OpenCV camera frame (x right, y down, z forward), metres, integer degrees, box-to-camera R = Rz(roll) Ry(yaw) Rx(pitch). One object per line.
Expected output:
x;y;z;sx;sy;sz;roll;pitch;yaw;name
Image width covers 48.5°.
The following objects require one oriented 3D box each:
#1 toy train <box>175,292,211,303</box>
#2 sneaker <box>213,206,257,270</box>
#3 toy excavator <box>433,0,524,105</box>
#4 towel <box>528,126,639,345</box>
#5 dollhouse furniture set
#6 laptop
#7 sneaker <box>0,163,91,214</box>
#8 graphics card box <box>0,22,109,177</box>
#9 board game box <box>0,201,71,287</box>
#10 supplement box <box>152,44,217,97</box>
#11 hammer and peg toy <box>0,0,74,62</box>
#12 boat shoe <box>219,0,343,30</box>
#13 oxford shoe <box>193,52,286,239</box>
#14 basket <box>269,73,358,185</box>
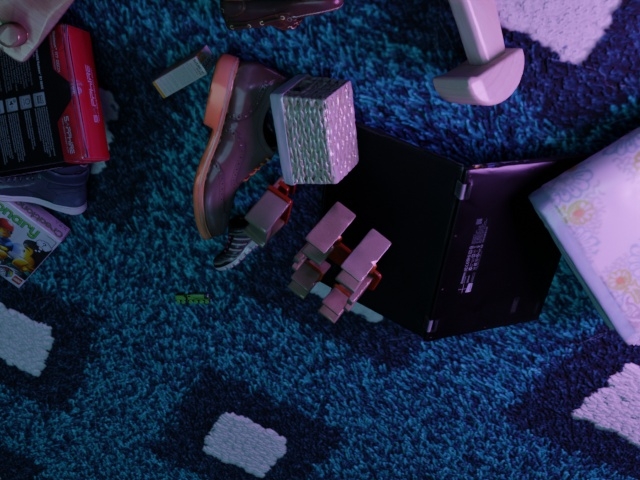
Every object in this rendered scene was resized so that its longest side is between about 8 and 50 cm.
-0.279;0.126;1.552;0.083;0.017;0.024;-1;114;12;toy train
-0.164;-0.008;1.409;0.075;0.063;0.170;42;117;-18;sneaker
0.123;-0.402;0.958;0.445;0.222;0.433;-8;106;-33;toy excavator
0.576;-0.021;1.205;0.320;0.090;0.374;-34;114;13;towel
0.000;0.000;1.280;0.259;0.135;0.262;38;158;7;dollhouse furniture set
0.231;-0.032;1.339;0.407;0.236;0.382;-7;128;-18;laptop
-0.554;-0.144;1.358;0.226;0.086;0.163;12;137;-17;sneaker
-0.568;-0.229;1.259;0.370;0.094;0.233;-8;94;15;graphics card box
-0.696;-0.054;1.467;0.305;0.053;0.193;40;122;-17;board game box
-0.233;-0.291;1.223;0.098;0.062;0.036;-22;117;25;supplement box
-0.518;-0.482;1.052;0.361;0.127;0.266;40;97;-20;hammer and peg toy
-0.060;-0.372;1.129;0.207;0.073;0.073;4;127;17;boat shoe
-0.148;-0.144;1.273;0.132;0.130;0.364;12;126;-5;oxford shoe
-0.005;-0.186;1.201;0.103;0.113;0.167;8;123;27;basket
